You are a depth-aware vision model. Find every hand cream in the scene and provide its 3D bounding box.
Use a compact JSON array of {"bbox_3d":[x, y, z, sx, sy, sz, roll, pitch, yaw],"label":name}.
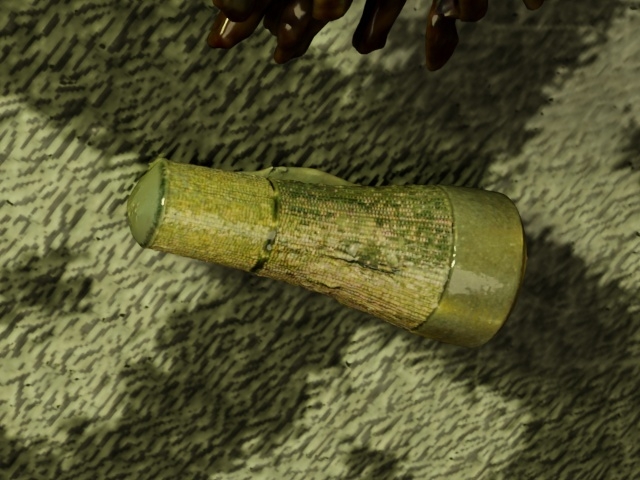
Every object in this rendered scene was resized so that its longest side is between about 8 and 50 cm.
[{"bbox_3d":[0.000,0.000,0.837,0.203,0.084,0.084,10,113,-19],"label":"hand cream"}]

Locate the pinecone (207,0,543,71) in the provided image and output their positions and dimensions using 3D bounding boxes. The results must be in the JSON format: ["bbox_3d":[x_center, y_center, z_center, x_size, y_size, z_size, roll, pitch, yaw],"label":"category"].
[{"bbox_3d":[0.011,-0.176,0.673,0.201,0.202,0.229,-23,148,17],"label":"pinecone"}]
